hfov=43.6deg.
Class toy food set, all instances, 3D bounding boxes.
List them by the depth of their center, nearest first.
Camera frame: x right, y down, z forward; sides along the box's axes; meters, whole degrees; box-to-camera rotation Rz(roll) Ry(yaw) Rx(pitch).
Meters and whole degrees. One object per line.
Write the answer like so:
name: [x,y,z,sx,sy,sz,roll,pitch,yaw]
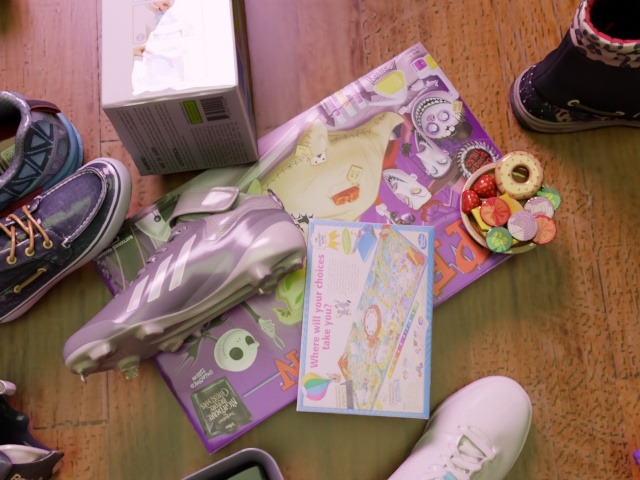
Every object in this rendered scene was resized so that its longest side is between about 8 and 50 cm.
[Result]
toy food set: [0.159,-0.028,0.670,0.083,0.020,0.082,-26,80,-8]

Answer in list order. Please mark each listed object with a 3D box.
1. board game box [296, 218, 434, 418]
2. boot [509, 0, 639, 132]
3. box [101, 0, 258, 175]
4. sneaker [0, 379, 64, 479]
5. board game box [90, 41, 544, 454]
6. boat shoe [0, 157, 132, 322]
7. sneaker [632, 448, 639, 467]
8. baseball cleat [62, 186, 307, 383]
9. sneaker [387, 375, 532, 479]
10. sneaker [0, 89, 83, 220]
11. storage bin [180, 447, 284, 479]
board game box: [0.037,0.062,0.643,0.104,0.026,0.154,4,78,-1]
boot: [0.292,-0.158,0.664,0.237,0.178,0.085,-9,78,-3]
box: [-0.117,-0.172,0.669,0.103,0.114,0.203,-8,66,1]
sneaker: [-0.268,0.214,0.611,0.153,0.094,0.234,-14,68,4]
board game box: [0.000,0.000,0.692,0.347,0.056,0.208,-33,85,-8]
boat shoe: [-0.232,0.001,0.633,0.183,0.083,0.065,-43,70,12]
sneaker: [0.291,0.250,0.625,0.161,0.102,0.282,36,69,9]
baseball cleat: [-0.115,0.027,0.634,0.206,0.072,0.109,-26,66,-12]
sneaker: [0.094,0.191,0.628,0.212,0.094,0.080,-43,81,-10]
sneaker: [-0.322,-0.034,0.648,0.262,0.125,0.104,-43,82,-10]
storage bin: [-0.057,0.235,0.616,0.098,0.091,0.135,-24,79,-7]
